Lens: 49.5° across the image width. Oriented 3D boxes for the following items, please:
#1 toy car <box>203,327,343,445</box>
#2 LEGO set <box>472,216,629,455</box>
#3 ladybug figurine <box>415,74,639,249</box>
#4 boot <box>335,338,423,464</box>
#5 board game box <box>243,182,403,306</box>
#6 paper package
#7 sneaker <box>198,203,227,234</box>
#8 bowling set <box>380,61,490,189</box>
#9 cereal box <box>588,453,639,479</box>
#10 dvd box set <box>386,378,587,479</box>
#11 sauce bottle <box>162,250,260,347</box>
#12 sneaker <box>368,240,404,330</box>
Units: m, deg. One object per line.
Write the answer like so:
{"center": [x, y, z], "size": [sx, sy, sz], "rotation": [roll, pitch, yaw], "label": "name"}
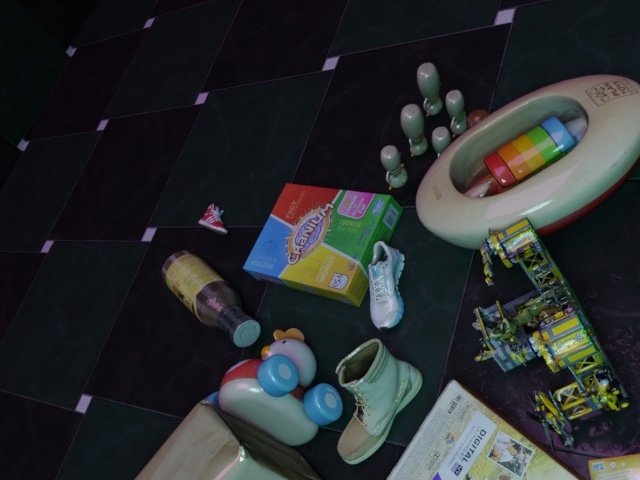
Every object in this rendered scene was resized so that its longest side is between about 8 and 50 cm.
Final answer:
{"center": [-0.085, 0.258, 1.358], "size": [0.219, 0.210, 0.238], "rotation": [-37, 27, 33], "label": "toy car"}
{"center": [0.312, 0.146, 1.083], "size": [0.192, 0.255, 0.331], "rotation": [-31, 43, 18], "label": "LEGO set"}
{"center": [0.393, -0.127, 1.254], "size": [0.449, 0.162, 0.305], "rotation": [-30, 38, 16], "label": "ladybug figurine"}
{"center": [0.073, 0.284, 1.225], "size": [0.213, 0.165, 0.077], "rotation": [-51, 44, -4], "label": "boot"}
{"center": [0.000, 0.000, 1.554], "size": [0.317, 0.064, 0.242], "rotation": [10, 67, 41], "label": "board game box"}
{"center": [-0.173, 0.482, 1.175], "size": [0.325, 0.309, 0.168], "rotation": [-50, 41, -4], "label": "paper package"}
{"center": [-0.271, -0.057, 1.821], "size": [0.118, 0.042, 0.067], "rotation": [21, 78, 46], "label": "sneaker"}
{"center": [0.263, -0.220, 1.476], "size": [0.200, 0.154, 0.287], "rotation": [20, 72, 25], "label": "bowling set"}
{"center": [0.466, 0.405, 0.920], "size": [0.173, 0.047, 0.240], "rotation": [-20, 50, 28], "label": "cereal box"}
{"center": [0.263, 0.440, 0.996], "size": [0.420, 0.062, 0.307], "rotation": [35, 95, 49], "label": "dvd box set"}
{"center": [-0.257, 0.135, 1.625], "size": [0.111, 0.111, 0.344], "rotation": [-52, 42, -4], "label": "sauce bottle"}
{"center": [0.120, 0.087, 1.389], "size": [0.071, 0.083, 0.190], "rotation": [-15, 54, 27], "label": "sneaker"}
